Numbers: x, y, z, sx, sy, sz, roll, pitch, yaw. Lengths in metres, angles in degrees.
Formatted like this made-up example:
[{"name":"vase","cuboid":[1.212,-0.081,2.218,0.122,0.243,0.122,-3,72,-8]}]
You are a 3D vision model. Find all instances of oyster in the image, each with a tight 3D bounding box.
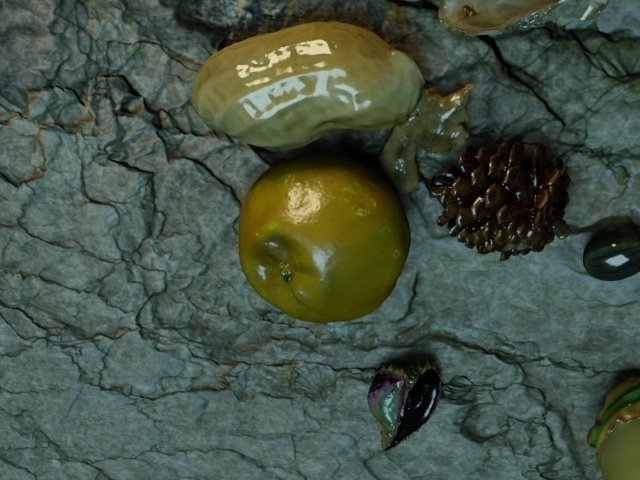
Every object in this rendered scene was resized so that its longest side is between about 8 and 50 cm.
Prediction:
[{"name":"oyster","cuboid":[0.273,-0.330,1.466,0.233,0.161,0.107,-2,166,17]}]

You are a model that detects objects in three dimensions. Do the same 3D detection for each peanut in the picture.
[{"name":"peanut","cuboid":[-0.025,-0.227,1.597,0.340,0.158,0.174,-14,81,20]}]

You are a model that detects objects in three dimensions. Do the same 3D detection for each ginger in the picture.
[{"name":"ginger","cuboid":[0.156,-0.149,1.672,0.133,0.059,0.214,14,128,10]}]

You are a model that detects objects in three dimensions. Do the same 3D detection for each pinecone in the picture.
[{"name":"pinecone","cuboid":[0.265,-0.060,1.639,0.213,0.168,0.185,7,133,9]}]

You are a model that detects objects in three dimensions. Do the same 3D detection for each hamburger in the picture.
[{"name":"hamburger","cuboid":[0.568,0.329,1.871,0.237,0.149,0.237,4,121,6]}]

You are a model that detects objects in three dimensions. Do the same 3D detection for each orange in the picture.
[{"name":"orange","cuboid":[0.000,0.000,1.712,0.279,0.235,0.279,14,131,16]}]

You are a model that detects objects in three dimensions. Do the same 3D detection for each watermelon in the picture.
[{"name":"watermelon","cuboid":[0.460,0.022,1.709,0.111,0.078,0.078,-20,119,27]}]

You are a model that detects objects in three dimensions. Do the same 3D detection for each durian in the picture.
[{"name":"durian","cuboid":[0.145,0.270,1.992,0.108,0.119,0.186,37,125,36]}]
